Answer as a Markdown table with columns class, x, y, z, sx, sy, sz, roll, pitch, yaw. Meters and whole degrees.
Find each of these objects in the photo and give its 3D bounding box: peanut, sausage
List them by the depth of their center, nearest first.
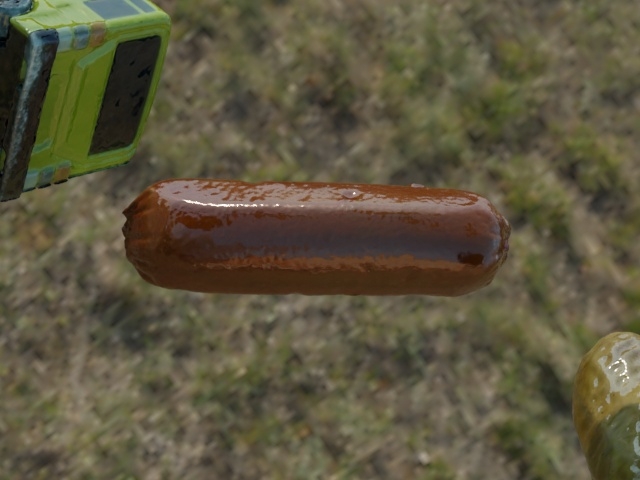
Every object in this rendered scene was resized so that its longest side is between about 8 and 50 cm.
| class | x | y | z | sx | sy | sz | roll | pitch | yaw |
| --- | --- | --- | --- | --- | --- | --- | --- | --- | --- |
| peanut | 0.263 | 0.157 | 1.541 | 0.095 | 0.108 | 0.226 | 49 | 15 | -30 |
| sausage | 0.000 | -0.001 | 1.684 | 0.348 | 0.097 | 0.094 | 1 | 14 | -7 |

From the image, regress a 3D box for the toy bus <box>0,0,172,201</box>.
| class | x | y | z | sx | sy | sz | roll | pitch | yaw |
| --- | --- | --- | --- | --- | --- | --- | --- | --- | --- |
| toy bus | -0.231 | -0.152 | 1.246 | 0.262 | 0.128 | 0.150 | 39 | 36 | 29 |
